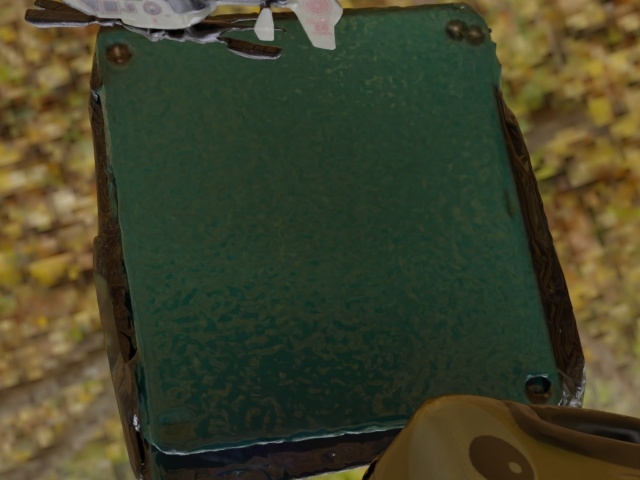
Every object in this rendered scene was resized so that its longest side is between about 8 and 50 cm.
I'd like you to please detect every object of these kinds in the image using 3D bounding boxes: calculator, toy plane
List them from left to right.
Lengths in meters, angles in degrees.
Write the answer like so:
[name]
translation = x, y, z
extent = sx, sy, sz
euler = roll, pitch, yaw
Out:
[toy plane]
translation = -0.052, -0.090, 0.719
extent = 0.120, 0.031, 0.049
euler = 6, 141, 8
[calculator]
translation = 0.000, 0.000, 1.082
extent = 0.248, 0.274, 0.058
euler = -7, 159, -15

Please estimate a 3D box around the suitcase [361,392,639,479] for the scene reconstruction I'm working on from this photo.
[suitcase]
translation = 0.107, 0.174, 0.692
extent = 0.194, 0.235, 0.143
euler = 13, 125, -27
